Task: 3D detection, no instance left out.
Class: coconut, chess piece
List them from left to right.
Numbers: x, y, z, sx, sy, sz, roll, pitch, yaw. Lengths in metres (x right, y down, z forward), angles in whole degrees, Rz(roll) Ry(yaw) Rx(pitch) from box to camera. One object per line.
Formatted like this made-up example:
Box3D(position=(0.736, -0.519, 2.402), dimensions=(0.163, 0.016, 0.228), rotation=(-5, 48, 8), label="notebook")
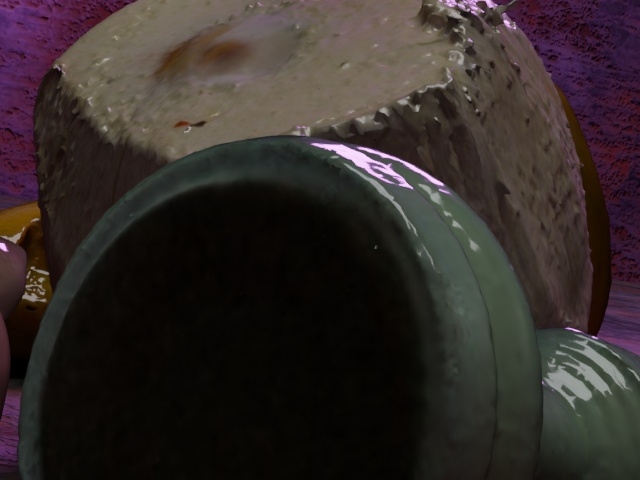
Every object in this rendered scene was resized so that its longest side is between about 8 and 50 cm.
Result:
Box3D(position=(0.000, 0.000, 1.002), dimensions=(0.297, 0.254, 0.297), rotation=(-16, 27, 8), label="coconut")
Box3D(position=(0.047, 0.080, 0.755), dimensions=(0.195, 0.194, 0.299), rotation=(12, -4, 36), label="chess piece")

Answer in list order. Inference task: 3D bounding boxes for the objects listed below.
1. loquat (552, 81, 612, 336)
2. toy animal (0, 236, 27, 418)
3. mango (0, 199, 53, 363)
Box3D(position=(0.094, -0.013, 1.450), dimensions=(0.276, 0.283, 0.276), rotation=(5, -1, 0), label="loquat")
Box3D(position=(-0.245, 0.045, 0.746), dimensions=(0.248, 0.149, 0.165), rotation=(2, 14, -4), label="toy animal")
Box3D(position=(-0.164, 0.028, 1.349), dimensions=(0.167, 0.130, 0.262), rotation=(5, 5, 34), label="mango")
